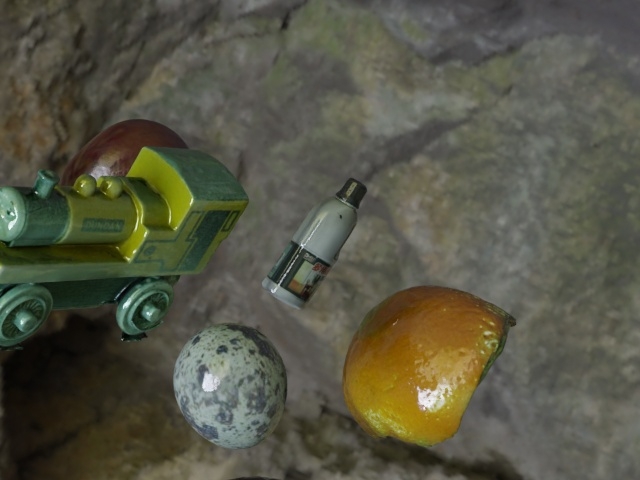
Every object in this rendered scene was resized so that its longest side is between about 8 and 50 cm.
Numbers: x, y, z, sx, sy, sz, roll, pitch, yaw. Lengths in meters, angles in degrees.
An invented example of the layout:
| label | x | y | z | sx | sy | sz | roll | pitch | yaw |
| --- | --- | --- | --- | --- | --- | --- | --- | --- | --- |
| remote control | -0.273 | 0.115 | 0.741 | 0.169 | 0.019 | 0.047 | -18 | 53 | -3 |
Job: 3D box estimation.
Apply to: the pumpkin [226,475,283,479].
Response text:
| label | x | y | z | sx | sy | sz | roll | pitch | yaw |
| --- | --- | --- | --- | --- | --- | --- | --- | --- | --- |
| pumpkin | -0.088 | 0.426 | 1.596 | 0.238 | 0.159 | 0.238 | 15 | -151 | -8 |

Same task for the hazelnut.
| label | x | y | z | sx | sy | sz | roll | pitch | yaw |
| --- | --- | --- | --- | --- | --- | --- | --- | --- | --- |
| hazelnut | -0.276 | -0.062 | 1.656 | 0.229 | 0.229 | 0.229 | 24 | 177 | 1 |

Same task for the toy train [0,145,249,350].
| label | x | y | z | sx | sy | sz | roll | pitch | yaw |
| --- | --- | --- | --- | --- | --- | --- | --- | --- | --- |
| toy train | -0.278 | 0.000 | 1.359 | 0.150 | 0.237 | 0.369 | 45 | -155 | 26 |

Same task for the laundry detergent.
| label | x | y | z | sx | sy | sz | roll | pitch | yaw |
| --- | --- | --- | --- | --- | --- | --- | --- | --- | --- |
| laundry detergent | 0.000 | 0.000 | 1.847 | 0.099 | 0.226 | 0.070 | 31 | -177 | -46 |

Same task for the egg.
| label | x | y | z | sx | sy | sz | roll | pitch | yaw |
| --- | --- | --- | --- | --- | --- | --- | --- | --- | --- |
| egg | -0.103 | 0.175 | 1.366 | 0.132 | 0.132 | 0.172 | 22 | 142 | 35 |

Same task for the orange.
| label | x | y | z | sx | sy | sz | roll | pitch | yaw |
| --- | --- | --- | --- | --- | --- | --- | --- | --- | --- |
| orange | 0.153 | 0.192 | 1.828 | 0.196 | 0.262 | 0.334 | 32 | 167 | -24 |
